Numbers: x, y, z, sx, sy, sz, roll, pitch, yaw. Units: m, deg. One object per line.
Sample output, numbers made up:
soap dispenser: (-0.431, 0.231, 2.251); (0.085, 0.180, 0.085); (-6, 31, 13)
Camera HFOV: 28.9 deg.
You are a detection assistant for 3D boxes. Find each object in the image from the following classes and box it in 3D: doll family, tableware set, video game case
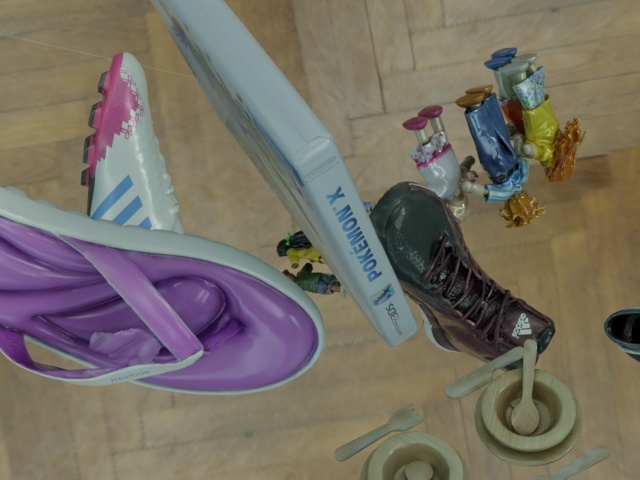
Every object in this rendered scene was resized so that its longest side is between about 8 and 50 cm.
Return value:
doll family: (0.216, -0.106, 1.404); (0.263, 0.118, 0.163); (-38, 115, -36)
doll family: (0.000, 0.000, 1.604); (0.111, 0.193, 0.076); (5, 123, 20)
tableware set: (0.119, 0.158, 0.976); (0.194, 0.039, 0.128); (-28, 54, -14)
video game case: (-0.049, -0.096, 0.998); (0.036, 0.300, 0.329); (-35, 58, -4)

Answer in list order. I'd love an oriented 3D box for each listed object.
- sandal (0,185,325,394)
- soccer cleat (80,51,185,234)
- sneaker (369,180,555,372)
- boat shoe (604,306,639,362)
sandal: (-0.197, 0.061, 1.020); (0.416, 0.102, 0.169); (19, 127, -16)
soccer cleat: (-0.233, -0.065, 1.559); (0.143, 0.116, 0.331); (9, 89, -12)
sneaker: (0.163, 0.050, 1.276); (0.162, 0.281, 0.106); (26, 75, 39)
boat shoe: (0.352, 0.106, 1.156); (0.065, 0.206, 0.075); (13, 93, -35)
